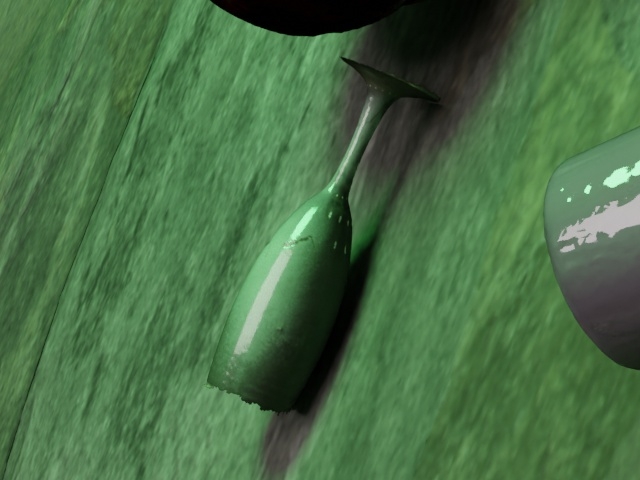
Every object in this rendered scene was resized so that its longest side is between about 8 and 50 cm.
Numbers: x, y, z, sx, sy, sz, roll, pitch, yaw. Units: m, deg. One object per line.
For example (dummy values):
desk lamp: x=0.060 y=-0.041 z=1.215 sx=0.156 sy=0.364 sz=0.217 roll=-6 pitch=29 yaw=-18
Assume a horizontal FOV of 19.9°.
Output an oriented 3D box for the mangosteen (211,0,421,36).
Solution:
mangosteen: x=0.003 y=-0.211 z=1.031 sx=0.210 sy=0.210 sz=0.210 roll=-41 pitch=35 yaw=39

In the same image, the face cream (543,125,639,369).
face cream: x=0.213 y=-0.034 z=0.643 sx=0.273 sy=0.096 sz=0.154 roll=-25 pitch=43 yaw=34

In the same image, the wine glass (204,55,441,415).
wine glass: x=0.000 y=0.000 z=1.012 sx=0.066 sy=0.066 sz=0.198 roll=24 pitch=91 yaw=63
